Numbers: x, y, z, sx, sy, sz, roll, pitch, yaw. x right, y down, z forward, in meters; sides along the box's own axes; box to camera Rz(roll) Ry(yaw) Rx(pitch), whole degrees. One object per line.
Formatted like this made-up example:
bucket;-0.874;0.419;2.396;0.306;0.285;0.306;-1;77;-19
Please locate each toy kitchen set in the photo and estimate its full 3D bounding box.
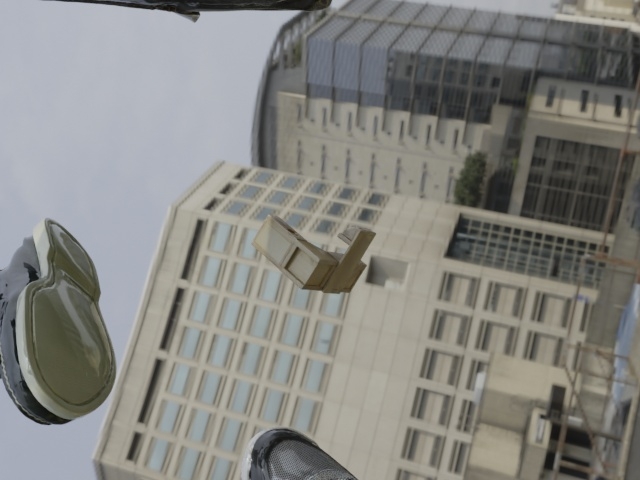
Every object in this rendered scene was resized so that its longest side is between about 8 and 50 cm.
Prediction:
toy kitchen set;0.000;0.000;0.685;0.083;0.075;0.068;11;-65;-57

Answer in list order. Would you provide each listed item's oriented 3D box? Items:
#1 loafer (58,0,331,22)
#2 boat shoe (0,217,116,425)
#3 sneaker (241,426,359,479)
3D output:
loafer;-0.073;-0.134;0.371;0.061;0.170;0.062;74;-160;-56
boat shoe;-0.297;0.091;0.755;0.113;0.340;0.127;-37;-54;1
sneaker;0.044;0.204;0.514;0.101;0.268;0.153;-16;-43;-36
